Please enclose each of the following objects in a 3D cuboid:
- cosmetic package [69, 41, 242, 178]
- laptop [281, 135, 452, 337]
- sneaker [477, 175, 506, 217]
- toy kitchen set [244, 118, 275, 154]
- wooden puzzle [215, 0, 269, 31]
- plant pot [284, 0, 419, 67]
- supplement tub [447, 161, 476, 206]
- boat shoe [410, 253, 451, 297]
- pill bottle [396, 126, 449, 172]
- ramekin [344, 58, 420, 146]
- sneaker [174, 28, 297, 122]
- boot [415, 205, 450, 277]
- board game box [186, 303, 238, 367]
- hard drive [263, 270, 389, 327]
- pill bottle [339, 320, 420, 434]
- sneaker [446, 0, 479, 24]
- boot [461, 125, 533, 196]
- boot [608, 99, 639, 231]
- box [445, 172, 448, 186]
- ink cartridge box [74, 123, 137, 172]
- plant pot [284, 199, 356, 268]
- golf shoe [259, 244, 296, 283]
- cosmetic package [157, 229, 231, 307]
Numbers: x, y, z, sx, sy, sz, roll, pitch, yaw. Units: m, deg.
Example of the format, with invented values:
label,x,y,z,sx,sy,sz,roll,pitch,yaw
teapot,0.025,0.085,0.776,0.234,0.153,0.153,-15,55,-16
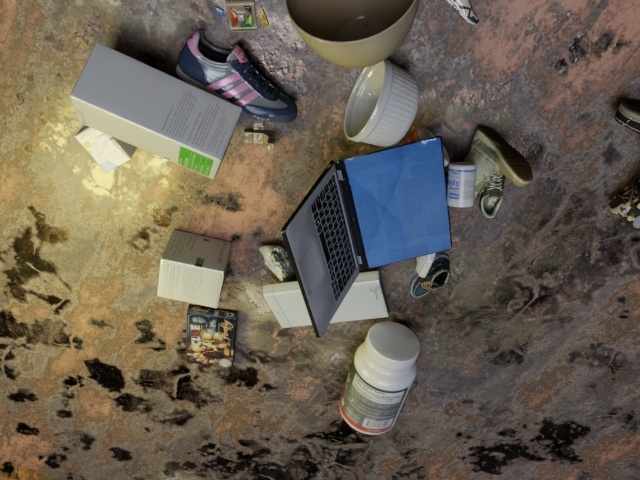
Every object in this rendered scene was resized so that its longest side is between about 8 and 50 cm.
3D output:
label,x,y,z,sx,sy,sz,roll,pitch,yaw
cosmetic package,-0.394,-0.306,1.533,0.365,0.155,0.197,21,167,-9
laptop,0.137,-0.001,1.567,0.236,0.408,0.382,11,137,28
sneaker,0.468,-0.146,1.684,0.064,0.086,0.192,5,127,0
toy kitchen set,-0.159,-0.273,1.641,0.083,0.075,0.068,3,126,-3
wooden puzzle,-0.186,-0.530,1.489,0.116,0.014,0.078,-6,126,9
plant pot,0.081,-0.487,1.371,0.284,0.284,0.191,-7,157,9
supplement tub,0.358,-0.143,1.599,0.071,0.071,0.107,1,103,4
boat shoe,0.329,0.126,1.900,0.065,0.083,0.183,22,125,-12
pill bottle,0.220,-0.188,1.650,0.216,0.121,0.121,-37,116,28
ramekin,0.150,-0.324,1.507,0.109,0.207,0.207,16,127,-19
sneaker,-0.189,-0.395,1.530,0.319,0.112,0.131,21,128,-13
boot,0.281,-0.013,1.809,0.123,0.095,0.258,16,125,8
board game box,-0.370,0.327,2.129,0.165,0.042,0.243,8,127,-2
hard drive,0.024,0.189,1.956,0.353,0.047,0.233,-8,144,9
pill bottle,0.198,0.453,2.078,0.210,0.210,0.363,11,126,-4
sneaker,0.327,-0.536,1.430,0.109,0.040,0.044,37,119,-22
boot,0.434,-0.168,1.605,0.077,0.213,0.165,-3,135,-32
boot,0.849,-0.175,1.610,0.377,0.138,0.284,19,126,-17
box,0.327,-0.155,1.730,0.083,0.018,0.067,35,121,-21
ink cartridge box,-0.568,-0.272,1.663,0.092,0.090,0.143,-24,122,21
plant pot,0.000,0.000,1.781,0.167,0.187,0.188,2,128,19
golf shoe,-0.129,0.073,1.921,0.086,0.069,0.176,16,144,34
cosmetic package,-0.374,0.085,1.879,0.183,0.151,0.151,12,126,-6
